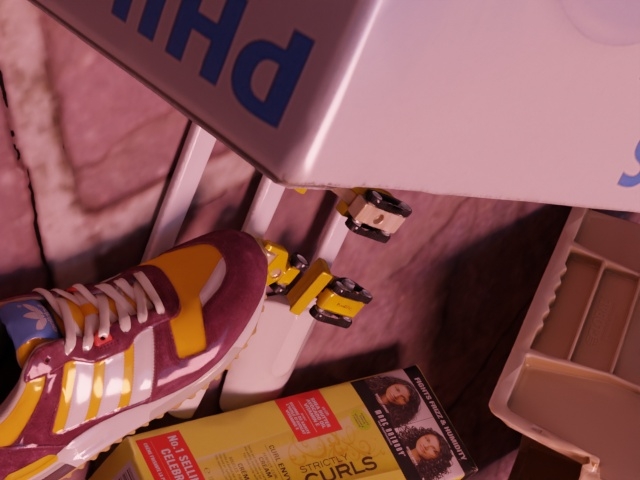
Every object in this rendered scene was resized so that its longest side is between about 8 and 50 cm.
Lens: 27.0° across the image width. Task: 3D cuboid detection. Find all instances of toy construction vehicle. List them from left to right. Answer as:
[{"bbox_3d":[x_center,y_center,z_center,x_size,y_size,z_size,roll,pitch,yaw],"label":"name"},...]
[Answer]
[{"bbox_3d":[0.000,0.000,0.719,0.098,0.035,0.086,17,119,-44],"label":"toy construction vehicle"}]

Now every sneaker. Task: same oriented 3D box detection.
[{"bbox_3d":[-0.107,0.048,0.631,0.185,0.069,0.084,-40,140,-9],"label":"sneaker"}]

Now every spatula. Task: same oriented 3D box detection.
[{"bbox_3d":[-0.037,-0.001,0.720,0.168,0.019,0.242,6,116,-43],"label":"spatula"}]

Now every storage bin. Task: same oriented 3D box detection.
[{"bbox_3d":[0.179,0.154,0.902,0.260,0.123,0.262,-55,157,-49],"label":"storage bin"}]

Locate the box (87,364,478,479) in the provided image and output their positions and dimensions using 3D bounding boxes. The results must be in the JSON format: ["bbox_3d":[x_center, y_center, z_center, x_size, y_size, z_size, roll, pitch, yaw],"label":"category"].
[{"bbox_3d":[-0.016,0.139,0.792,0.232,0.087,0.058,-8,149,-42],"label":"box"}]

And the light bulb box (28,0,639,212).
[{"bbox_3d":[0.103,-0.213,0.508,0.358,0.225,0.361,2,118,-48],"label":"light bulb box"}]
